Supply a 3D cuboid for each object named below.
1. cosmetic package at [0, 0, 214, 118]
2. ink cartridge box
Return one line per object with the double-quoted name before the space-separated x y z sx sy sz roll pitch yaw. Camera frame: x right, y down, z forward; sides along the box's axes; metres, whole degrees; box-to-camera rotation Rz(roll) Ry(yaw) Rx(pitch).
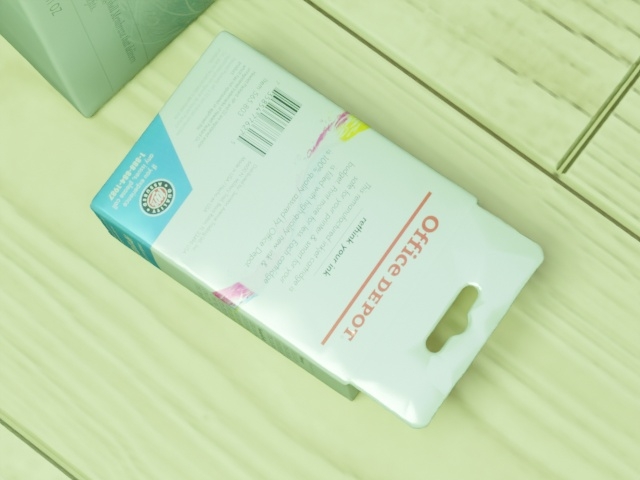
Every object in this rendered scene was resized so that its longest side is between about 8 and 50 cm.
"cosmetic package" -0.082 -0.201 0.859 0.138 0.224 0.225 44 83 11
"ink cartridge box" 0.000 0.000 0.894 0.181 0.061 0.104 35 81 9
